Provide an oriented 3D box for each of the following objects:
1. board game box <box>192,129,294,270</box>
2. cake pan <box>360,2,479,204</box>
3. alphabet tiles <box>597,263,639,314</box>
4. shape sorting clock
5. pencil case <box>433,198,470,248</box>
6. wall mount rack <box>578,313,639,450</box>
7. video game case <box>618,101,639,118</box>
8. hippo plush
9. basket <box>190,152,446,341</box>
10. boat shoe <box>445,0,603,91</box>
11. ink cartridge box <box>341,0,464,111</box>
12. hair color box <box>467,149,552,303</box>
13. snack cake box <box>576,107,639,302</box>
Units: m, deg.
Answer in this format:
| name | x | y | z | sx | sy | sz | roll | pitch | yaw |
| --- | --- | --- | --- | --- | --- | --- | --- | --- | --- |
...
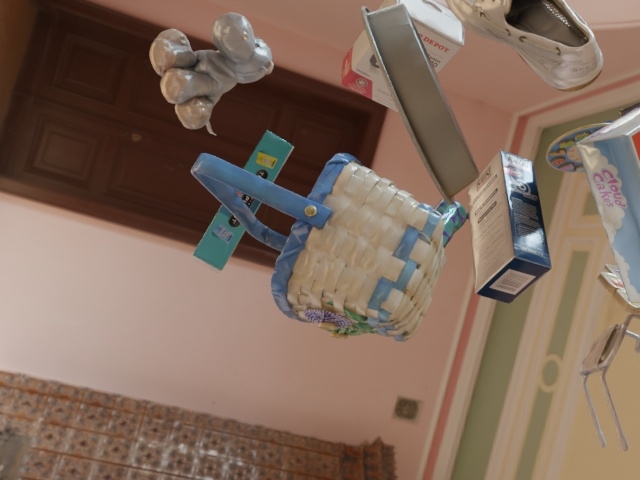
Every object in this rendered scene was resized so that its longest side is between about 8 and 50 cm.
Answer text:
| name | x | y | z | sx | sy | sz | roll | pitch | yaw |
| --- | --- | --- | --- | --- | --- | --- | --- | --- | --- |
| board game box | -0.196 | -0.083 | 1.513 | 0.336 | 0.079 | 0.254 | -61 | -173 | -9 |
| cake pan | 0.142 | -0.191 | 0.836 | 0.054 | 0.293 | 0.293 | -24 | -146 | 16 |
| alphabet tiles | 0.758 | 0.135 | 1.341 | 0.278 | 0.284 | 0.021 | -98 | -157 | -61 |
| shape sorting clock | 0.648 | -0.215 | 1.468 | 0.206 | 0.206 | 0.040 | 127 | -34 | -56 |
| pencil case | 0.217 | -0.016 | 1.123 | 0.152 | 0.064 | 0.070 | -45 | 125 | -44 |
| wall mount rack | 0.714 | 0.339 | 1.495 | 0.304 | 0.130 | 0.350 | -61 | 162 | -9 |
| video game case | 0.882 | -0.242 | 1.569 | 0.196 | 0.026 | 0.274 | -23 | -114 | 53 |
| hippo plush | -0.228 | -0.388 | 1.433 | 0.294 | 0.236 | 0.234 | 55 | 17 | -49 |
| basket | 0.000 | 0.000 | 0.754 | 0.201 | 0.289 | 0.255 | -59 | 158 | -8 |
| boat shoe | 0.268 | -0.317 | 0.826 | 0.098 | 0.277 | 0.096 | -42 | 151 | 0 |
| ink cartridge box | 0.163 | -0.383 | 1.247 | 0.218 | 0.158 | 0.092 | -47 | -150 | 47 |
| hair color box | 0.461 | -0.038 | 1.528 | 0.174 | 0.105 | 0.347 | 122 | -20 | -49 |
| snack cake box | 0.495 | -0.055 | 0.902 | 0.089 | 0.152 | 0.264 | -1 | -65 | 64 |
